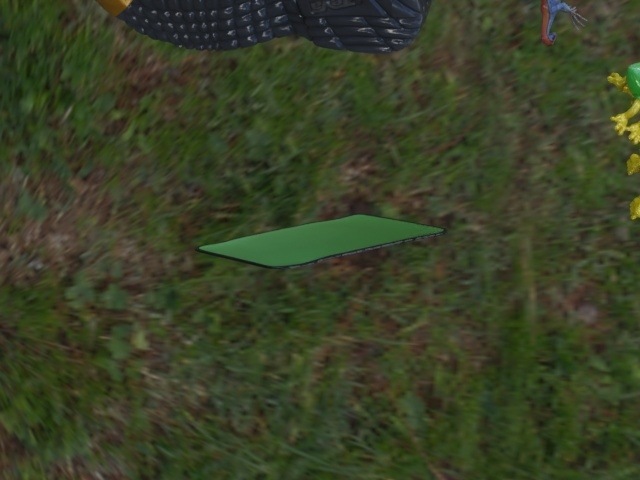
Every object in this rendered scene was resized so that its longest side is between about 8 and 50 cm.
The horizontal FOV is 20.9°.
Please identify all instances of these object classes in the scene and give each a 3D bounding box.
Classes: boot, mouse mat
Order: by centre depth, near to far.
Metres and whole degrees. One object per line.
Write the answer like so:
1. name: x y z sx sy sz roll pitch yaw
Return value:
1. boot: -0.023 -0.262 1.440 0.338 0.118 0.222 13 49 22
2. mouse mat: 0.000 0.000 1.567 0.190 0.153 0.007 -13 103 -31

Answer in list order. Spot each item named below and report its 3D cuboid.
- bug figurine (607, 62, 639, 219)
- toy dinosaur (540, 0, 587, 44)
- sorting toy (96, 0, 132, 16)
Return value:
1. bug figurine: 0.353 -0.058 1.533 0.216 0.279 0.072 30 126 -22
2. toy dinosaur: 0.235 -0.245 1.778 0.090 0.047 0.082 31 95 7
3. sorting toy: -0.232 -0.269 1.155 0.307 0.229 0.041 41 68 -13
